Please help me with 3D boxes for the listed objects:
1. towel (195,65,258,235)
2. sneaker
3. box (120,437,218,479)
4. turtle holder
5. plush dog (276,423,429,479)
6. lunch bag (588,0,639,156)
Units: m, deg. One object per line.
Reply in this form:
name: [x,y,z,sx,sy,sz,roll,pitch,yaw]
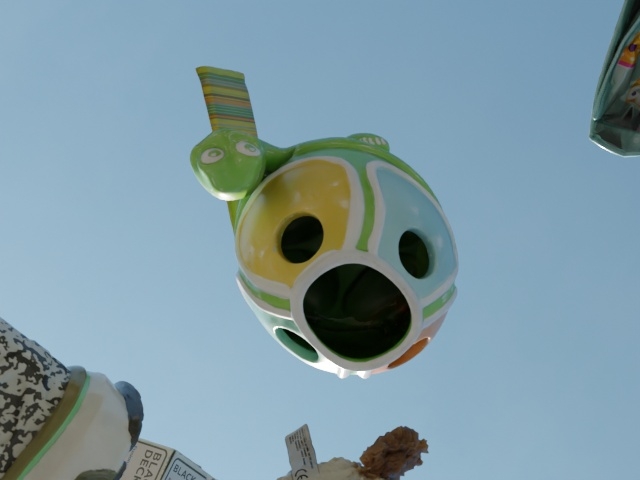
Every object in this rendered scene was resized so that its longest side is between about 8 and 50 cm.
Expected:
towel: [-0.104,-0.101,1.363,0.021,0.102,0.237,-15,-95,27]
sneaker: [-0.319,0.189,0.700,0.410,0.158,0.182,-43,-73,-10]
box: [-0.262,0.294,1.350,0.290,0.169,0.087,9,-117,33]
turtle holder: [0.020,0.000,1.164,0.243,0.227,0.320,-15,-67,3]
plush dog: [0.037,0.298,0.907,0.262,0.225,0.210,12,-137,42]
lunch bag: [0.315,-0.173,0.790,0.262,0.223,0.160,-38,-87,31]
